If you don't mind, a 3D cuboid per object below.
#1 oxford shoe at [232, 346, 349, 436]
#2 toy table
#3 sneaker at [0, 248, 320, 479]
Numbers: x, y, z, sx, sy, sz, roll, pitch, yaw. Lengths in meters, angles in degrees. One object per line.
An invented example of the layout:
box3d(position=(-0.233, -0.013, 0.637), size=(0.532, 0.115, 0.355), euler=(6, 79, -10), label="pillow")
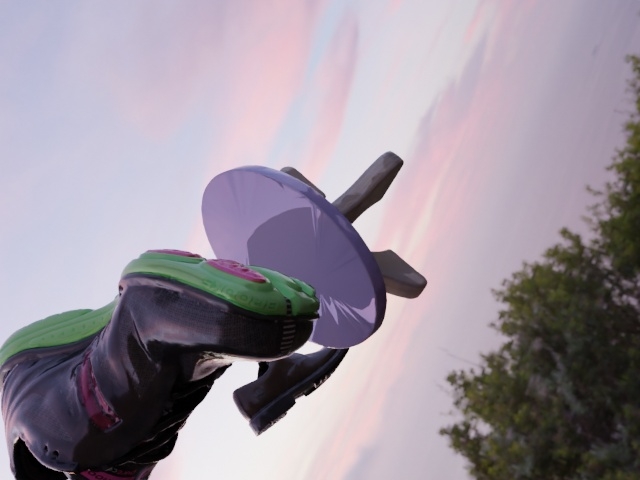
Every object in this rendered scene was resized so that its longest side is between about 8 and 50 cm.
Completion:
box3d(position=(-0.041, 0.197, 1.328), size=(0.227, 0.096, 0.083), euler=(-30, -18, -41), label="oxford shoe")
box3d(position=(0.000, 0.000, 1.104), size=(0.252, 0.274, 0.161), euler=(-46, -12, 35), label="toy table")
box3d(position=(-0.167, 0.145, 0.852), size=(0.482, 0.185, 0.202), euler=(-28, 58, 45), label="sneaker")
